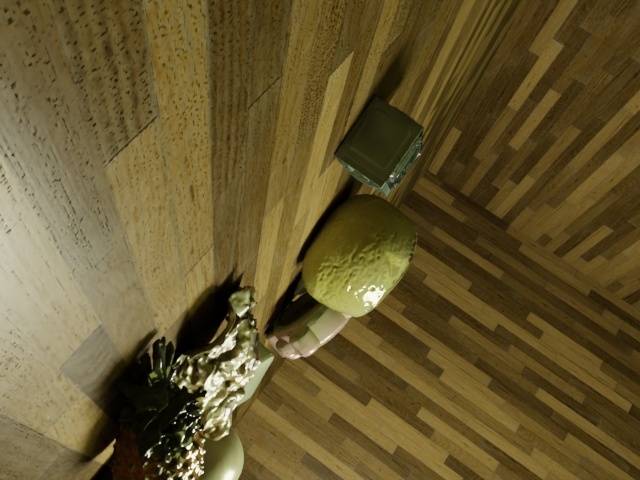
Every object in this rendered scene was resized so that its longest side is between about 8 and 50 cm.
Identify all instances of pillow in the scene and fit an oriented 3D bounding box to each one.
[{"bbox_3d":[-0.019,0.103,1.920,0.128,0.051,0.229,-57,171,9],"label":"pillow"}]

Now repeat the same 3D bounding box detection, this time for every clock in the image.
[{"bbox_3d":[-0.018,0.236,1.899,0.284,0.114,0.309,-39,-170,-14],"label":"clock"}]

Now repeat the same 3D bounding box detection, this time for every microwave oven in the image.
[{"bbox_3d":[0.128,-0.184,1.294,0.162,0.122,0.208,-54,173,4],"label":"microwave oven"}]

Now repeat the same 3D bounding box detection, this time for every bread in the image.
[{"bbox_3d":[0.094,0.034,1.659,0.320,0.237,0.320,-53,-178,3],"label":"bread"}]

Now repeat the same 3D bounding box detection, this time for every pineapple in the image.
[{"bbox_3d":[-0.240,0.280,0.973,0.169,0.169,0.340,-47,163,-45],"label":"pineapple"}]

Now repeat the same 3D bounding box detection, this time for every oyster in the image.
[{"bbox_3d":[-0.182,0.226,1.166,0.238,0.115,0.351,-43,150,-59],"label":"oyster"}]

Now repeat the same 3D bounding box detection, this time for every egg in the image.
[{"bbox_3d":[-0.269,0.489,1.436,0.188,0.188,0.254,-51,-163,-28],"label":"egg"}]

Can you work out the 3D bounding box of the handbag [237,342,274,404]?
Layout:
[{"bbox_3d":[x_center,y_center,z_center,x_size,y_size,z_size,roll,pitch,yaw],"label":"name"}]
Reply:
[{"bbox_3d":[-0.248,0.401,1.750,0.219,0.079,0.256,-30,156,-47],"label":"handbag"}]

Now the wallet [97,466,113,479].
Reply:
[{"bbox_3d":[-0.397,0.491,1.209,0.406,0.062,0.228,-52,172,-24],"label":"wallet"}]
